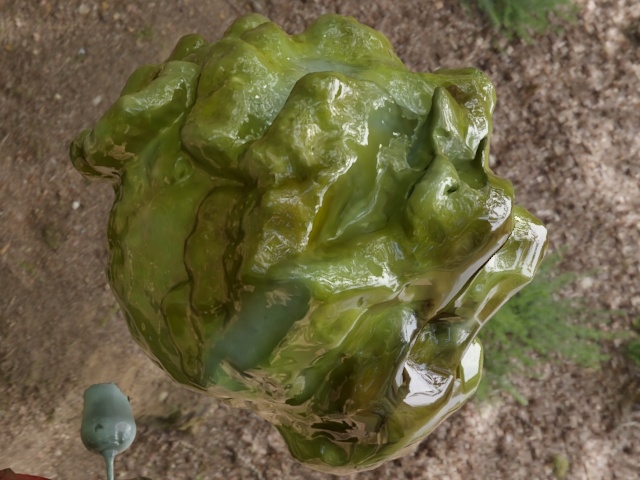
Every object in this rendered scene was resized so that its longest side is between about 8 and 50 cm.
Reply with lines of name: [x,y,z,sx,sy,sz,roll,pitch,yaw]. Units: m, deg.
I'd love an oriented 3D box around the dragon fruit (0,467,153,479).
dragon fruit: [-0.102,0.175,0.373,0.148,0.218,0.223,-29,94,-8]

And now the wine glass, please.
wine glass: [-0.298,0.301,1.217,0.079,0.079,0.195,13,48,-33]

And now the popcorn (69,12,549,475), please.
popcorn: [-0.005,-0.017,0.594,0.312,0.312,0.312,15,64,-32]
